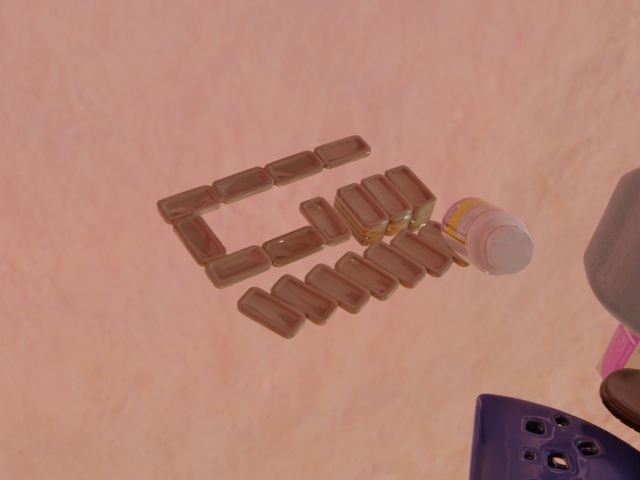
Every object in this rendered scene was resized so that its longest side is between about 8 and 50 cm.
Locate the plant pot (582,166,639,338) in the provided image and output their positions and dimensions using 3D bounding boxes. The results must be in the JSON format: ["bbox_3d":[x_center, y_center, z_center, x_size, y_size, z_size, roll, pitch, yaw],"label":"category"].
[{"bbox_3d":[0.514,0.024,1.343,0.247,0.252,0.248,17,101,-31],"label":"plant pot"}]

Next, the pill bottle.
[{"bbox_3d":[0.112,-0.002,0.649,0.043,0.083,0.043,-2,103,-10],"label":"pill bottle"}]

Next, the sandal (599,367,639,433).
[{"bbox_3d":[0.368,0.158,0.886,0.219,0.090,0.060,21,121,27],"label":"sandal"}]

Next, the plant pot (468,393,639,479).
[{"bbox_3d":[0.235,0.310,0.907,0.212,0.236,0.236,6,129,9],"label":"plant pot"}]

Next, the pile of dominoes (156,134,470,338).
[{"bbox_3d":[0.000,0.000,0.918,0.251,0.196,0.040,-21,144,-27],"label":"pile of dominoes"}]

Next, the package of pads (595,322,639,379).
[{"bbox_3d":[0.590,0.242,1.649,0.101,0.229,0.296,-27,153,-9],"label":"package of pads"}]
